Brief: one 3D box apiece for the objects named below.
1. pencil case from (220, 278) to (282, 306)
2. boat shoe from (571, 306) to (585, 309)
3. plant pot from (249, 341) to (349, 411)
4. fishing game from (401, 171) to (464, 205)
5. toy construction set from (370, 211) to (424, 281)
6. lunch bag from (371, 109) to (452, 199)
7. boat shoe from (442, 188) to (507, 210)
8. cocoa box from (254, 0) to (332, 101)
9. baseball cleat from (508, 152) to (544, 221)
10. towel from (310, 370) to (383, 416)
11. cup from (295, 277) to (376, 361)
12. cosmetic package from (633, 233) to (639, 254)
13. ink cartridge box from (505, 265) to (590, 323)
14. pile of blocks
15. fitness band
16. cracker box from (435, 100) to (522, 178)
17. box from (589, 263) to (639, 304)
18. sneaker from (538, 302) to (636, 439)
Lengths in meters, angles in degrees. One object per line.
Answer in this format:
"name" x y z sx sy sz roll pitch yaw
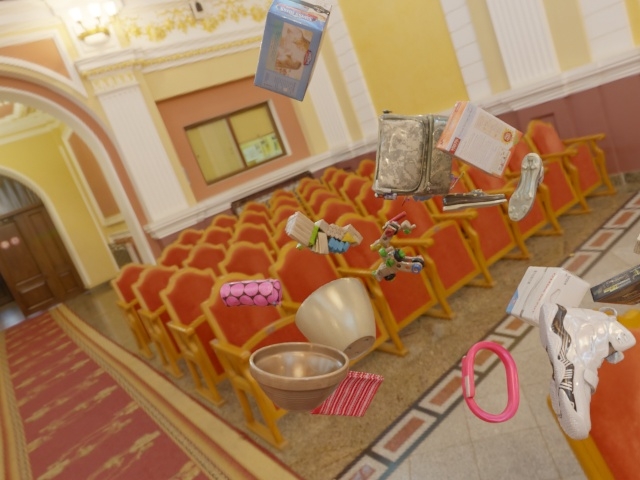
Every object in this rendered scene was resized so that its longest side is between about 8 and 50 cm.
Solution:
"pencil case" -0.241 0.191 1.738 0.209 0.098 0.095 -2 37 18
"boat shoe" 0.908 0.315 1.760 0.048 0.153 0.056 7 -8 26
"plant pot" -0.050 0.330 1.177 0.237 0.110 0.237 1 8 0
"fishing game" 0.450 -0.221 1.996 0.263 0.041 0.189 -19 -23 -16
"toy construction set" 0.306 0.041 2.229 0.237 0.257 0.309 -33 33 35
"lunch bag" 0.316 -0.298 1.755 0.255 0.305 0.212 1 10 -11
"boat shoe" 0.555 -0.152 1.798 0.227 0.069 0.081 -6 -7 29
"cocoa box" -0.118 -0.805 2.055 0.347 0.231 0.228 114 173 -50
"baseball cleat" 0.619 -0.150 1.464 0.072 0.206 0.109 21 7 42
"towel" 0.105 0.588 1.887 0.274 0.199 0.031 18 14 -36
"cup" 0.094 0.350 2.024 0.330 0.331 0.237 -24 52 -14
"cosmetic package" 0.899 0.021 1.305 0.115 0.060 0.041 25 62 34
"ink cartridge box" 0.883 0.229 1.948 0.223 0.129 0.307 -61 -3 -1
"pile of blocks" 0.000 0.000 1.915 0.362 0.149 0.112 11 -24 -37
"fitness band" 0.624 0.517 1.816 0.208 0.291 0.054 13 -29 -9
"cracker box" 0.488 -0.307 1.521 0.232 0.156 0.067 21 8 -23
"box" 1.076 0.152 1.678 0.183 0.059 0.233 7 -29 -16
"sneaker" 0.713 0.330 1.300 0.210 0.137 0.366 -4 56 12
